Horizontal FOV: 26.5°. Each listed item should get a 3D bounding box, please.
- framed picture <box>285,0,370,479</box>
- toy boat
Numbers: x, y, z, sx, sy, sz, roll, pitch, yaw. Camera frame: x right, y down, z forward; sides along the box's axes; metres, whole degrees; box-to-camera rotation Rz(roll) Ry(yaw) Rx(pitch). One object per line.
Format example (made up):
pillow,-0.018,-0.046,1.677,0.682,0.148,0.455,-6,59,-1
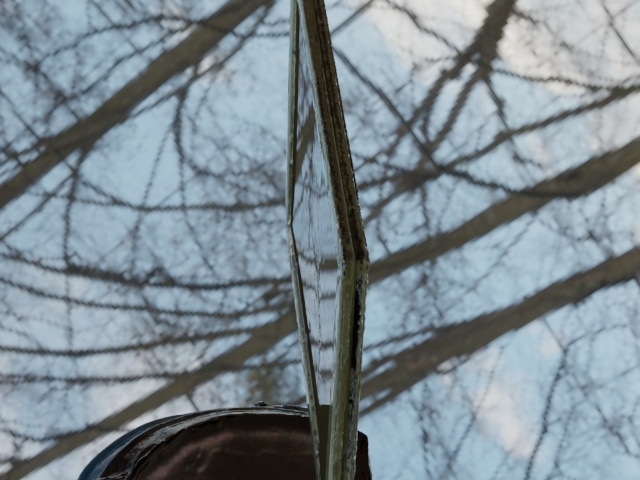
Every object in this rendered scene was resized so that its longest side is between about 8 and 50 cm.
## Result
framed picture,0.000,0.000,0.776,0.018,0.231,0.293,-2,-139,-5
toy boat,-0.067,0.158,0.901,0.223,0.097,0.100,2,-107,-37
